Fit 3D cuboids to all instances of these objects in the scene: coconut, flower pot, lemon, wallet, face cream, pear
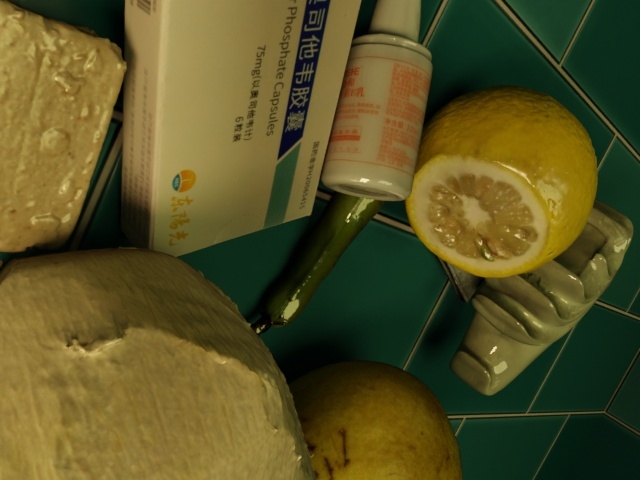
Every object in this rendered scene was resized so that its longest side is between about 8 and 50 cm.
[{"bbox_3d":[-0.169,0.193,0.490,0.346,0.360,0.346,-29,142,-25],"label":"coconut"},{"bbox_3d":[0.376,0.086,1.102,0.367,0.164,0.254,-33,149,-36],"label":"flower pot"},{"bbox_3d":[0.236,-0.089,0.835,0.219,0.240,0.240,-52,144,-39],"label":"lemon"},{"bbox_3d":[0.256,-0.007,1.054,0.167,0.036,0.222,-49,140,-11],"label":"wallet"},{"bbox_3d":[0.070,-0.174,0.699,0.101,0.101,0.251,14,85,-48],"label":"face cream"},{"bbox_3d":[0.026,0.311,0.845,0.304,0.304,0.304,-24,129,-33],"label":"pear"}]

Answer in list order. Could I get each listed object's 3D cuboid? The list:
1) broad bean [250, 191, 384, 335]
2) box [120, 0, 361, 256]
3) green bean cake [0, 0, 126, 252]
[{"bbox_3d":[0.007,0.005,0.788,0.325,0.067,0.075,-56,156,3],"label":"broad bean"},{"bbox_3d":[-0.070,-0.151,0.570,0.200,0.065,0.343,-19,137,-36],"label":"box"},{"bbox_3d":[-0.230,-0.084,0.482,0.109,0.085,0.179,11,105,-49],"label":"green bean cake"}]
